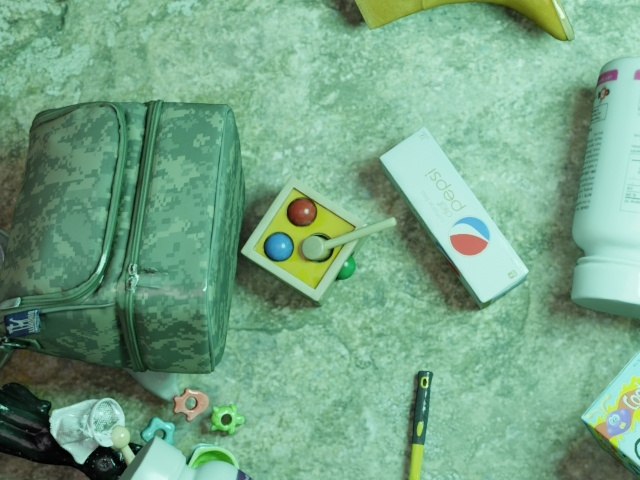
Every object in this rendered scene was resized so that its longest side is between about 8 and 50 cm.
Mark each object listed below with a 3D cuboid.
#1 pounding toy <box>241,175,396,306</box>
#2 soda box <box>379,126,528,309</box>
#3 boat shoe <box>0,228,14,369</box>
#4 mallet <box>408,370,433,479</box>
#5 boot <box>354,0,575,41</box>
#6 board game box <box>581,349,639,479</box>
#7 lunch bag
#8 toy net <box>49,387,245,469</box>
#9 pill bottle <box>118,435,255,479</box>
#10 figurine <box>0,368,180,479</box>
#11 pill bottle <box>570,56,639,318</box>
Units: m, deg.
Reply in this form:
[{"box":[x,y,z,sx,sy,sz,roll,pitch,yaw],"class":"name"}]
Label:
[{"box":[0.000,0.000,1.931,0.141,0.100,0.130,32,85,8],"class":"pounding toy"},{"box":[0.158,-0.026,1.937,0.069,0.074,0.216,-35,80,-2],"class":"soda box"},{"box":[-0.439,0.133,1.941,0.118,0.103,0.320,20,81,5],"class":"boat shoe"},{"box":[0.124,0.250,1.920,0.062,0.039,0.190,13,79,7],"class":"mallet"},{"box":[0.152,-0.309,1.977,0.211,0.104,0.295,-34,75,4],"class":"boot"},{"box":[0.447,0.248,1.798,0.142,0.144,0.275,-48,60,-3],"class":"board game box"},{"box":[-0.230,-0.005,1.863,0.256,0.212,0.305,3,63,4],"class":"lunch bag"},{"box":[-0.197,0.223,1.891,0.232,0.045,0.122,19,86,-24],"class":"toy net"},{"box":[-0.098,0.353,1.820,0.301,0.169,0.169,36,85,-7],"class":"pill bottle"},{"box":[-0.275,0.183,1.940,0.209,0.092,0.215,24,84,-1],"class":"figurine"},{"box":[0.379,-0.057,1.882,0.160,0.160,0.283,11,82,6],"class":"pill bottle"}]
